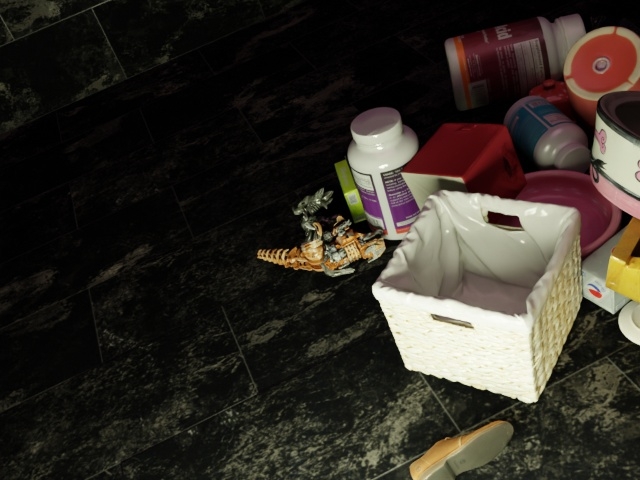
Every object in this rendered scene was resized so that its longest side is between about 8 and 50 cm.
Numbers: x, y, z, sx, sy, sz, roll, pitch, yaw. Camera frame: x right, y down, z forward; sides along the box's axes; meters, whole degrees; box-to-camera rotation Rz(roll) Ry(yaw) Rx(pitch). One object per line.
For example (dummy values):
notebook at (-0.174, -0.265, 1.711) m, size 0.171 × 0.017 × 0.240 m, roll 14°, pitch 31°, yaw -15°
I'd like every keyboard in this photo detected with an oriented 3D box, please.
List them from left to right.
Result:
keyboard at (0.875, -0.576, 2.177) m, size 0.201 × 0.033 × 0.317 m, roll 33°, pitch 53°, yaw 2°

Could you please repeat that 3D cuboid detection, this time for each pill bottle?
pill bottle at (0.176, -0.169, 1.853) m, size 0.181 × 0.323 × 0.181 m, roll -12°, pitch 39°, yaw 10°
pill bottle at (0.584, -0.538, 2.188) m, size 0.392 × 0.224 × 0.224 m, roll -11°, pitch 39°, yaw 11°
pill bottle at (0.602, -0.266, 1.923) m, size 0.146 × 0.146 × 0.264 m, roll -22°, pitch 39°, yaw -2°

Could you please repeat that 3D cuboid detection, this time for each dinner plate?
dinner plate at (0.684, 0.161, 1.489) m, size 0.141 × 0.017 × 0.141 m, roll -12°, pitch 38°, yaw 10°

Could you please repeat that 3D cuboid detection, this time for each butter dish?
butter dish at (0.656, -0.404, 2.084) m, size 0.160 × 0.118 × 0.160 m, roll -10°, pitch 39°, yaw 11°

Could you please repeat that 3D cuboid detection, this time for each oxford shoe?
oxford shoe at (0.260, 0.388, 1.365) m, size 0.212 × 0.076 × 0.076 m, roll -27°, pitch 28°, yaw -9°

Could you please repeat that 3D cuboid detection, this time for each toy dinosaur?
toy dinosaur at (0.000, 0.000, 1.884) m, size 0.322 × 0.164 × 0.218 m, roll 2°, pitch 56°, yaw -6°

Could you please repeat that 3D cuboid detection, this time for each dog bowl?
dog bowl at (0.702, -0.139, 1.378) m, size 0.408 × 0.150 × 0.408 m, roll 9°, pitch 30°, yaw -5°

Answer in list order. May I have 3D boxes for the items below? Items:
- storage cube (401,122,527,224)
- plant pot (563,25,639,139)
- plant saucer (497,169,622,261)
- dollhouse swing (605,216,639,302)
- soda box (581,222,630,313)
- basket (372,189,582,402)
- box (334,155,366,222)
storage cube at (0.344, -0.150, 1.741) m, size 0.215 × 0.184 × 0.193 m, roll 13°, pitch 52°, yaw 47°
plant pot at (0.747, -0.403, 1.859) m, size 0.275 × 0.243 × 0.275 m, roll -9°, pitch 73°, yaw 33°
plant saucer at (0.537, -0.038, 1.733) m, size 0.332 × 0.084 × 0.332 m, roll -13°, pitch 38°, yaw 10°
dollhouse swing at (0.764, 0.014, 1.350) m, size 0.347 × 0.315 × 0.305 m, roll 28°, pitch 83°, yaw 25°
soda box at (0.689, 0.029, 1.581) m, size 0.286 × 0.091 × 0.098 m, roll -35°, pitch 43°, yaw -17°
basket at (0.340, 0.103, 1.508) m, size 0.328 × 0.266 × 0.331 m, roll 11°, pitch 49°, yaw 33°
box at (0.083, -0.145, 2.037) m, size 0.042 × 0.109 × 0.178 m, roll -19°, pitch 38°, yaw 4°
